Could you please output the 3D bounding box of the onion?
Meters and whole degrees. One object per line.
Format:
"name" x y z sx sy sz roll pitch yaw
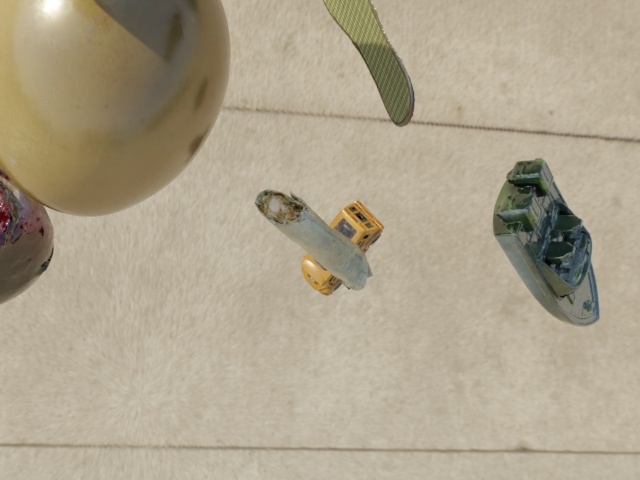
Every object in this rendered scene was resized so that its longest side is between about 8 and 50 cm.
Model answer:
"onion" -0.574 0.013 1.523 0.314 0.314 0.232 -7 59 -12

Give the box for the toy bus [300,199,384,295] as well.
"toy bus" 0.028 0.021 1.805 0.083 0.088 0.194 45 120 15

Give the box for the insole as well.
"insole" 0.038 -0.224 0.981 0.005 0.086 0.253 -16 65 -22

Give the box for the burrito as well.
"burrito" 0.000 0.000 1.475 0.226 0.087 0.060 41 81 -34

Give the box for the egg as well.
"egg" -0.266 -0.204 1.184 0.301 0.301 0.374 12 116 -9

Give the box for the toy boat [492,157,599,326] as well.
"toy boat" 0.345 0.023 1.398 0.319 0.092 0.141 51 50 -38
